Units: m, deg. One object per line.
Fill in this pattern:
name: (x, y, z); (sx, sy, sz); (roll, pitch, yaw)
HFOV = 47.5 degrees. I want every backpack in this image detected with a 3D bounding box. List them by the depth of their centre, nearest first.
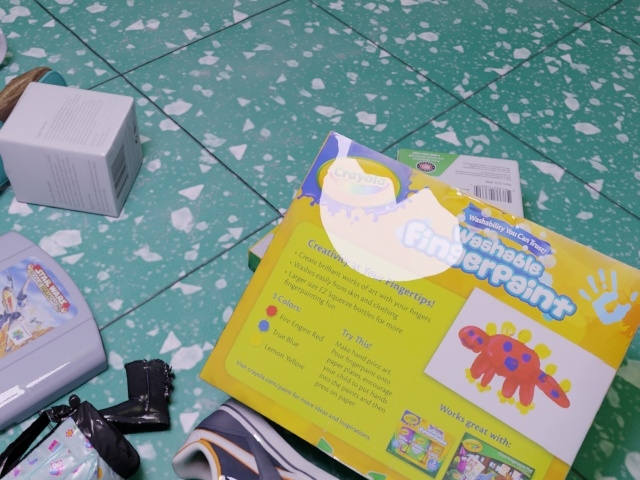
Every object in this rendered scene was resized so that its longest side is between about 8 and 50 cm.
backpack: (-0.315, 0.296, 0.875); (0.182, 0.152, 0.115); (-42, 55, -19)

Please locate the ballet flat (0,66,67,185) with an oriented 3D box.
ballet flat: (-0.579, -0.194, 1.290); (0.124, 0.116, 0.342); (-1, 47, 20)

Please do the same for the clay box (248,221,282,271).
clay box: (0.000, 0.000, 1.208); (0.127, 0.053, 0.222); (34, 54, 22)

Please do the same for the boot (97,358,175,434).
boot: (-0.262, 0.214, 1.009); (0.121, 0.045, 0.099); (1, 52, -14)

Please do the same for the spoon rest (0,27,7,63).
spoon rest: (-0.733, -0.327, 1.409); (0.276, 0.084, 0.137); (-31, 57, -12)

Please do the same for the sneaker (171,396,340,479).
sneaker: (-0.048, 0.331, 0.882); (0.321, 0.126, 0.127); (30, 49, 32)

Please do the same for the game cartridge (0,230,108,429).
game cartridge: (-0.453, 0.114, 1.071); (0.198, 0.062, 0.297); (-34, 61, -24)

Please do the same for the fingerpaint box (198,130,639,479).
fingerpaint box: (0.133, 0.124, 0.947); (0.444, 0.163, 0.371); (26, 85, 16)

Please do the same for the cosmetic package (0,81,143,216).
cosmetic package: (-0.417, -0.154, 1.232); (0.183, 0.151, 0.152); (10, 50, 1)

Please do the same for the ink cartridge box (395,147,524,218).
ink cartridge box: (0.215, -0.002, 1.184); (0.211, 0.122, 0.289); (7, 50, 2)
